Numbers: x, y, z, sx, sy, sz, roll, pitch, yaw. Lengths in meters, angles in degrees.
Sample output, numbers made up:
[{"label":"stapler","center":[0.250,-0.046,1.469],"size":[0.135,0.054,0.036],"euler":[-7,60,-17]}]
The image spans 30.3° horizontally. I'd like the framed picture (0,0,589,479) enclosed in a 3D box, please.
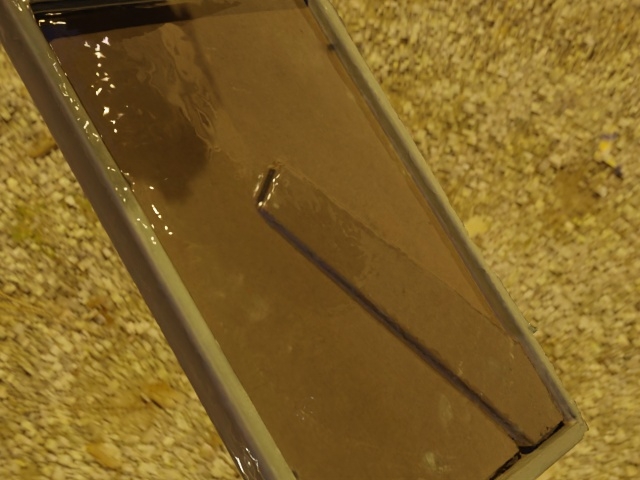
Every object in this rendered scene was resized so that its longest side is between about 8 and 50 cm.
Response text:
[{"label":"framed picture","center":[0.000,0.000,0.579],"size":[0.232,0.024,0.315],"euler":[-20,76,-51]}]
